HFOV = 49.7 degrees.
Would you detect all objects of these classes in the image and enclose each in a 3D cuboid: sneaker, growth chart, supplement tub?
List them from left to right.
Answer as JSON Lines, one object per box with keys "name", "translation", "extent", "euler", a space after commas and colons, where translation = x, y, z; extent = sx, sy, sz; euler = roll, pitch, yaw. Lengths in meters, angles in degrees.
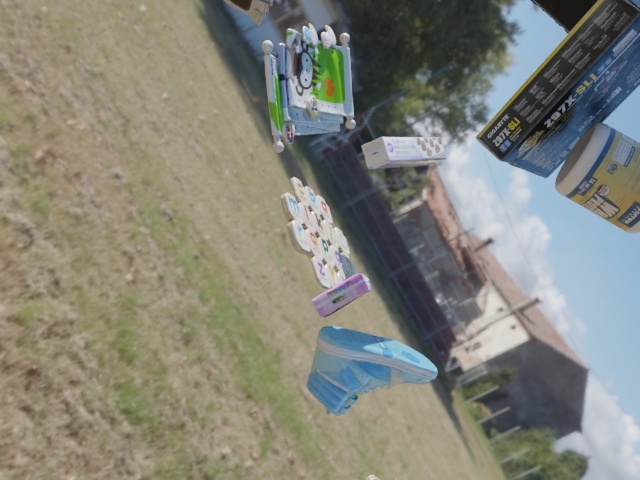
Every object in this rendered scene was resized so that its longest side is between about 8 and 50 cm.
{"name": "growth chart", "translation": [-0.013, -0.230, 1.014], "extent": [0.237, 0.021, 0.172], "euler": [-25, 111, -54]}
{"name": "sneaker", "translation": [0.112, 0.341, 1.679], "extent": [0.318, 0.208, 0.127], "euler": [18, 12, -13]}
{"name": "supplement tub", "translation": [0.538, -0.102, 1.226], "extent": [0.199, 0.144, 0.144], "euler": [31, 5, 5]}

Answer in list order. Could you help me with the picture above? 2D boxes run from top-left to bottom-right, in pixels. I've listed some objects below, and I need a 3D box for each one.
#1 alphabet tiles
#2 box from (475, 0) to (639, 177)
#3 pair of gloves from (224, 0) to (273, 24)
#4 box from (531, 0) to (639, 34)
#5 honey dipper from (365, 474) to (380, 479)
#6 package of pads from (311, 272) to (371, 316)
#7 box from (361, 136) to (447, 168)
{"name": "alphabet tiles", "translation": [0.000, 0.000, 1.560], "extent": [0.284, 0.021, 0.278], "euler": [33, 37, -55]}
{"name": "box", "translation": [0.460, -0.265, 1.252], "extent": [0.257, 0.322, 0.079], "euler": [6, 41, -53]}
{"name": "pair of gloves", "translation": [-0.154, -0.575, 1.367], "extent": [0.204, 0.240, 0.042], "euler": [35, 40, 6]}
{"name": "box", "translation": [0.637, -0.598, 1.522], "extent": [0.183, 0.296, 0.294], "euler": [51, 29, 19]}
{"name": "honey dipper", "translation": [0.137, 0.457, 1.186], "extent": [0.160, 0.030, 0.030], "euler": [24, -26, 47]}
{"name": "package of pads", "translation": [0.032, 0.078, 0.990], "extent": [0.032, 0.083, 0.050], "euler": [60, 7, 12]}
{"name": "box", "translation": [0.220, -0.223, 1.754], "extent": [0.324, 0.067, 0.063], "euler": [-11, 83, -55]}
